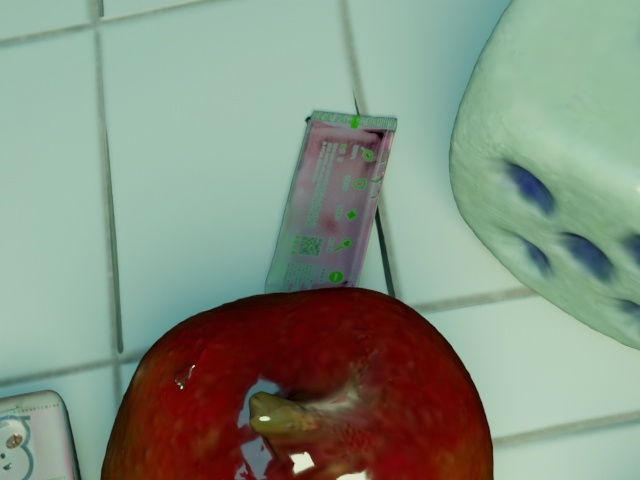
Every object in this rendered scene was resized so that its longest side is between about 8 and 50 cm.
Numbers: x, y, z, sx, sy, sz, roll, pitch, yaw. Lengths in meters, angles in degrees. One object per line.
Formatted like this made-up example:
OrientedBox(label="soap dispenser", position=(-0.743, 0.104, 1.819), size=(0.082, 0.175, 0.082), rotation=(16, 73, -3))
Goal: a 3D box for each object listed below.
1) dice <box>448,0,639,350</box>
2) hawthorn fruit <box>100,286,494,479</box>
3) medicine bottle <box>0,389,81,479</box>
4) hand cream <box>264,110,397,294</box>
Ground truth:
OrientedBox(label="dice", position=(0.274, -0.085, 1.035), size=(0.262, 0.265, 0.268), rotation=(33, 73, 22))
OrientedBox(label="hawthorn fruit", position=(-0.007, 0.159, 0.941), size=(0.295, 0.311, 0.295), rotation=(17, 53, -24))
OrientedBox(label="medicine bottle", position=(-0.242, 0.222, 1.037), size=(0.119, 0.094, 0.188), rotation=(-10, 75, -15))
OrientedBox(label="hand cream", position=(0.000, -0.001, 1.163), size=(0.079, 0.050, 0.275), rotation=(20, 60, -10))
